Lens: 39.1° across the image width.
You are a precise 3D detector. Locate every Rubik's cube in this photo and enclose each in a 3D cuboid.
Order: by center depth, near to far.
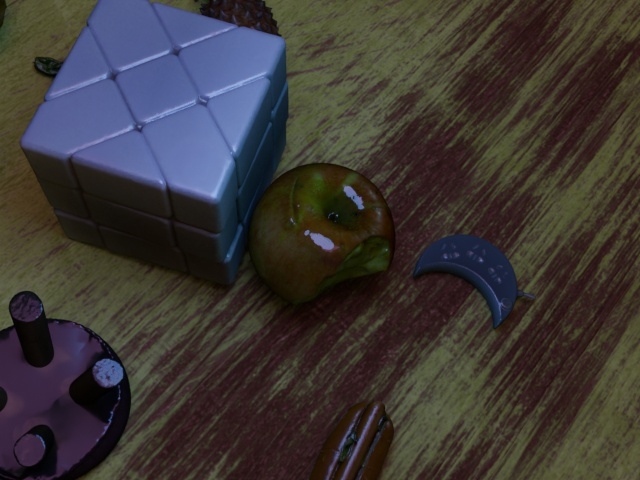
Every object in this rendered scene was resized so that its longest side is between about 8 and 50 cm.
[{"bbox_3d":[-0.247,-0.159,1.469,0.318,0.316,0.322,17,66,6],"label":"Rubik's cube"}]

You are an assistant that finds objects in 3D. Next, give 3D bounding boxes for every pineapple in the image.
[{"bbox_3d":[-0.162,-0.436,1.719,0.175,0.175,0.361,1,51,-8],"label":"pineapple"}]

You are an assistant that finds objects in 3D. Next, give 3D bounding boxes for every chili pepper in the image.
[{"bbox_3d":[-0.490,-0.324,1.678,0.091,0.030,0.034,3,41,-10],"label":"chili pepper"}]

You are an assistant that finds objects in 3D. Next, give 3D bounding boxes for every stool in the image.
[{"bbox_3d":[-0.427,0.226,1.359,0.272,0.178,0.272,4,66,-9],"label":"stool"}]

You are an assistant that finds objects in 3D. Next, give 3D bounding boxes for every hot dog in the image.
[{"bbox_3d":[0.040,0.368,1.427,0.100,0.068,0.250,26,65,3],"label":"hot dog"}]

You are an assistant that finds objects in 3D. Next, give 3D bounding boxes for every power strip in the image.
[{"bbox_3d":[0.281,0.067,1.611,0.216,0.044,0.137,30,65,6],"label":"power strip"}]

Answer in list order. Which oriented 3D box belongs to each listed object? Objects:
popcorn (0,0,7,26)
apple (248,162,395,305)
[{"bbox_3d":[-0.668,-0.437,1.636,0.197,0.155,0.198,-1,92,-20],"label":"popcorn"},{"bbox_3d":[0.000,0.000,1.504,0.246,0.226,0.246,8,58,-13],"label":"apple"}]
